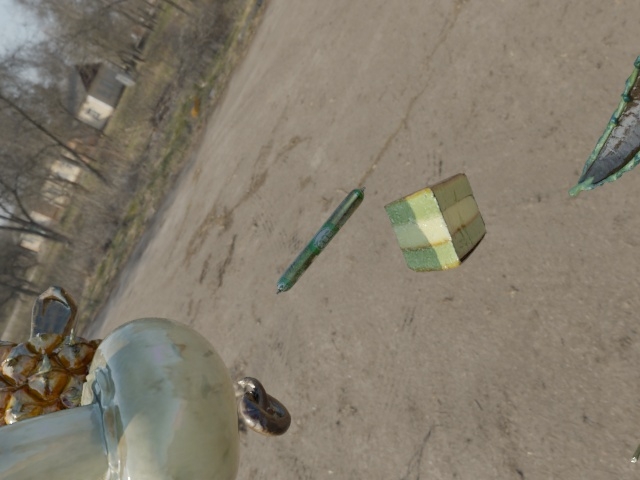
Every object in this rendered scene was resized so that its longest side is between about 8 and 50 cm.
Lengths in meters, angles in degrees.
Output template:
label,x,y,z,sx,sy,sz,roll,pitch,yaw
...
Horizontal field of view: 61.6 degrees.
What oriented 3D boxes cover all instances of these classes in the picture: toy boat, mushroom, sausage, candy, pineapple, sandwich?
label,x,y,z,sx,sy,sz,roll,pitch,yaw
toy boat,0.526,-0.186,0.913,0.293,0.099,0.109,97,158,-52
mushroom,-0.282,0.273,0.732,0.314,0.335,0.315,11,104,49
sausage,0.000,0.000,1.037,0.269,0.032,0.033,-51,26,0
candy,-0.667,0.253,1.328,0.143,0.101,0.272,140,137,-70
pineapple,-0.412,0.306,0.869,0.209,0.343,0.287,122,147,-53
sandwich,0.208,-0.038,0.789,0.144,0.187,0.117,-15,97,64
mushroom,-0.149,0.410,1.315,0.080,0.135,0.171,-42,70,8

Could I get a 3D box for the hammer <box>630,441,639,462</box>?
label,x,y,z,sx,sy,sz,roll,pitch,yaw
hammer,0.794,0.474,1.301,0.013,0.198,0.062,46,136,21
